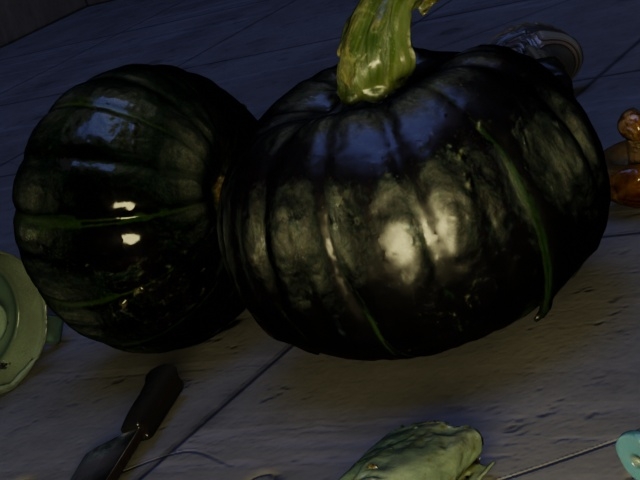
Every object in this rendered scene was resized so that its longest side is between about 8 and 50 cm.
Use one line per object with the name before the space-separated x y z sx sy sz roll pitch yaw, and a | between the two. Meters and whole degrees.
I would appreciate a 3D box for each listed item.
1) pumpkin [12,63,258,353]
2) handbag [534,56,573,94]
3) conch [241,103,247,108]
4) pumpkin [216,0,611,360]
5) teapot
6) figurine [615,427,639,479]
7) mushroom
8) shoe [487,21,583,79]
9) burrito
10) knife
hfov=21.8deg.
pumpkin | -0.129 -0.028 1.380 0.216 0.250 0.250 -6 20 31
handbag | 0.125 -0.090 1.620 0.247 0.080 0.223 -10 25 19
conch | -0.123 -0.093 1.895 0.109 0.093 0.330 -4 34 -13
pumpkin | 0.055 -0.054 1.210 0.296 0.296 0.296 -17 16 5
teapot | -0.352 0.065 1.503 0.225 0.171 0.203 7 -1 43
figurine | 0.262 0.071 0.926 0.260 0.103 0.205 -31 -16 -32
mushroom | 0.260 -0.064 1.360 0.088 0.072 0.129 4 -11 21
shoe | 0.205 -0.174 1.776 0.180 0.089 0.092 -23 16 -8
burrito | 0.043 0.146 0.977 0.074 0.044 0.118 1 21 39
knife | -0.154 0.158 1.196 0.060 0.028 0.230 -25 16 21
